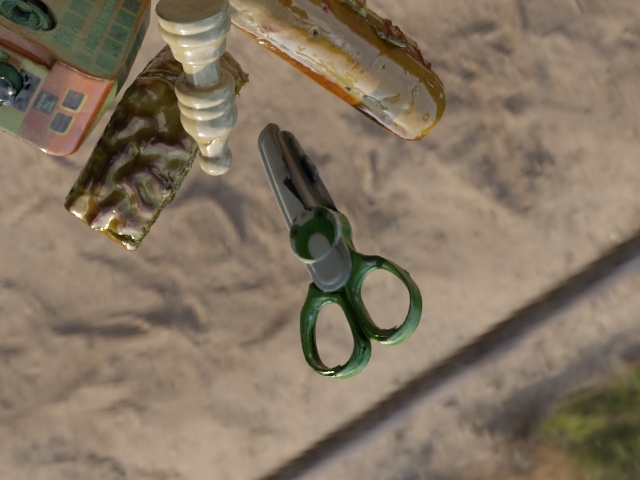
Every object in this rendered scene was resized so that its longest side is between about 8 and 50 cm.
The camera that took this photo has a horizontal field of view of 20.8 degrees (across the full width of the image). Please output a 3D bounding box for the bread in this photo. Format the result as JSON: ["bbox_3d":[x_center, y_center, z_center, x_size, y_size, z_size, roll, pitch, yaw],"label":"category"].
[{"bbox_3d":[-0.158,-0.101,1.695,0.096,0.222,0.181,31,113,-3],"label":"bread"}]

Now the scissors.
[{"bbox_3d":[0.000,0.000,1.284,0.101,0.204,0.027,-37,152,21],"label":"scissors"}]

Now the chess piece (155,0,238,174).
[{"bbox_3d":[-0.054,-0.071,0.822,0.035,0.035,0.092,-11,125,-5],"label":"chess piece"}]

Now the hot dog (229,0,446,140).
[{"bbox_3d":[0.001,-0.156,1.240,0.250,0.104,0.076,34,102,-34],"label":"hot dog"}]

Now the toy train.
[{"bbox_3d":[-0.173,-0.125,1.123,0.099,0.188,0.072,30,118,-13],"label":"toy train"}]
